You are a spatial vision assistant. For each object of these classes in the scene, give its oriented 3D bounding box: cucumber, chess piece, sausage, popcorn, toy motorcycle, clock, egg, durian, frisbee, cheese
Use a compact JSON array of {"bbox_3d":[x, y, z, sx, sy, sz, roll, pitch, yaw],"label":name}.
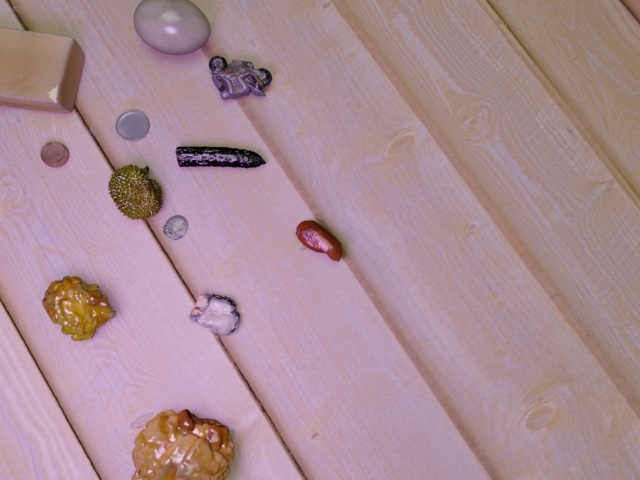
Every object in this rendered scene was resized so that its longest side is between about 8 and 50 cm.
[{"bbox_3d":[-0.329,-0.274,1.592,0.300,0.072,0.072,0,78,-7],"label":"cucumber"},{"bbox_3d":[-0.858,-0.278,1.554,0.083,0.038,0.084,1,78,-3],"label":"chess piece"},{"bbox_3d":[0.000,0.000,1.555,0.179,0.089,0.089,35,77,4],"label":"sausage"},{"bbox_3d":[-0.705,0.191,1.400,0.197,0.197,0.155,43,62,4],"label":"popcorn"},{"bbox_3d":[-0.400,0.610,1.323,0.332,0.225,0.265,-43,90,-1],"label":"popcorn"},{"bbox_3d":[-0.287,-0.545,1.651,0.225,0.073,0.152,16,78,-1],"label":"toy motorcycle"},{"bbox_3d":[-0.467,-0.044,1.556,0.074,0.010,0.083,31,76,2],"label":"clock"},{"bbox_3d":[-0.494,-0.718,1.608,0.253,0.186,0.187,6,77,-2],"label":"egg"},{"bbox_3d":[-0.582,-0.152,1.494,0.146,0.159,0.198,-39,80,0],"label":"durian"},{"bbox_3d":[-0.629,-0.384,1.612,0.110,0.014,0.110,1,77,-4],"label":"frisbee"},{"bbox_3d":[-0.939,-0.551,1.563,0.265,0.124,0.243,6,81,-4],"label":"cheese"}]

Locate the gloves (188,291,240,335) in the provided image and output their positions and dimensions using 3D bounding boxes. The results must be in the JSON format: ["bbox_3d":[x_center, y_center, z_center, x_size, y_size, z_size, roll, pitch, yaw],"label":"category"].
[{"bbox_3d":[-0.320,0.224,1.484,0.153,0.070,0.114,23,68,-7],"label":"gloves"}]
